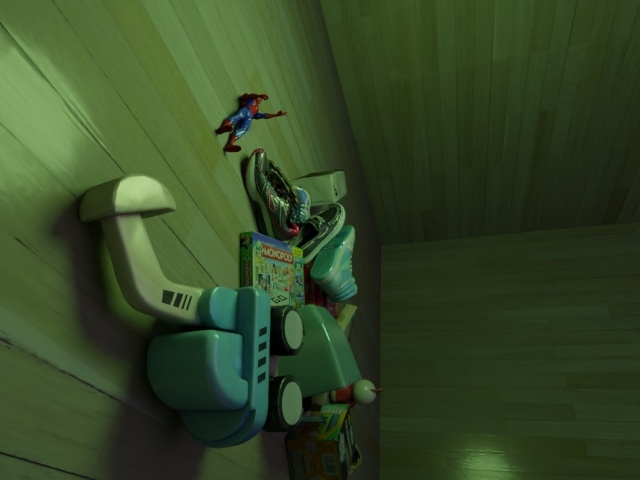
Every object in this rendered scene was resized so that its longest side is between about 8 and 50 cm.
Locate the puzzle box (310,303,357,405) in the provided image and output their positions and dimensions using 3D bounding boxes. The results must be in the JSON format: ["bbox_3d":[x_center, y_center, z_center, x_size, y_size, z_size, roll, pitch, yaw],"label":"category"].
[{"bbox_3d":[0.063,0.432,1.590,0.409,0.052,0.272,-19,121,-75],"label":"puzzle box"}]

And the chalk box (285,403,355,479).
[{"bbox_3d":[0.015,0.693,1.403,0.289,0.179,0.180,-22,105,-75],"label":"chalk box"}]

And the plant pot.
[{"bbox_3d":[-0.043,0.337,1.231,0.247,0.247,0.252,36,37,-70],"label":"plant pot"}]

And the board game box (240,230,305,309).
[{"bbox_3d":[-0.138,0.107,1.228,0.317,0.046,0.214,23,62,-64],"label":"board game box"}]

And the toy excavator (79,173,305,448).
[{"bbox_3d":[-0.225,0.148,0.728,0.445,0.222,0.433,35,50,-59],"label":"toy excavator"}]

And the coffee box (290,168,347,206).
[{"bbox_3d":[0.002,-0.224,1.693,0.297,0.168,0.119,-47,130,-71],"label":"coffee box"}]

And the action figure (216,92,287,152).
[{"bbox_3d":[-0.184,-0.359,1.148,0.280,0.139,0.091,-81,160,-48],"label":"action figure"}]

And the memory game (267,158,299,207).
[{"bbox_3d":[-0.125,-0.183,1.290,0.186,0.012,0.186,50,-14,17],"label":"memory game"}]

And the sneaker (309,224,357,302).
[{"bbox_3d":[0.082,0.102,1.541,0.208,0.127,0.319,58,42,-27],"label":"sneaker"}]

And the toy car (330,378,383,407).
[{"bbox_3d":[0.175,0.707,1.851,0.210,0.238,0.219,63,27,-53],"label":"toy car"}]

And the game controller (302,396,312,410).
[{"bbox_3d":[-0.021,0.509,1.539,0.319,0.067,0.167,-26,110,-73],"label":"game controller"}]

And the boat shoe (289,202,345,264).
[{"bbox_3d":[-0.016,-0.045,1.507,0.301,0.108,0.102,-48,143,-20],"label":"boat shoe"}]

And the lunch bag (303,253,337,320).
[{"bbox_3d":[-0.020,0.201,1.580,0.258,0.120,0.293,38,47,-63],"label":"lunch bag"}]

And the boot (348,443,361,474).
[{"bbox_3d":[0.111,0.898,1.669,0.203,0.095,0.262,-167,-116,-75],"label":"boot"}]

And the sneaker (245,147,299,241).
[{"bbox_3d":[-0.146,-0.139,1.235,0.121,0.112,0.299,-67,147,-60],"label":"sneaker"}]

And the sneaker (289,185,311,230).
[{"bbox_3d":[-0.074,-0.110,1.540,0.081,0.080,0.211,-74,153,-57],"label":"sneaker"}]

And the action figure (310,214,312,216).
[{"bbox_3d":[0.000,0.000,1.711,0.285,0.099,0.185,80,-5,-47],"label":"action figure"}]
